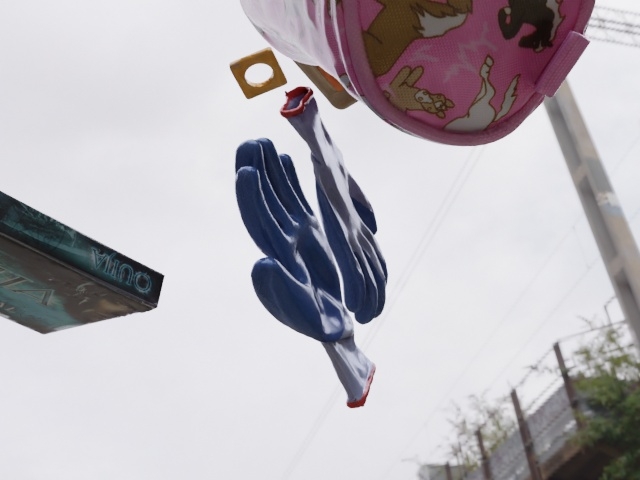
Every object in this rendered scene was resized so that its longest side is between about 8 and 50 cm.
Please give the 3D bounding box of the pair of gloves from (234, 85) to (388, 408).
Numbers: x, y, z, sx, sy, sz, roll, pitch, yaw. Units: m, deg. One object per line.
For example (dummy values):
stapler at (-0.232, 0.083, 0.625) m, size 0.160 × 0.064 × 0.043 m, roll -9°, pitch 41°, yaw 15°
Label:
pair of gloves at (0.000, 0.000, 0.486) m, size 0.023 × 0.198 × 0.159 m, roll -18°, pitch -70°, yaw 20°

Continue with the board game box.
board game box at (-0.202, 0.004, 0.491) m, size 0.126 × 0.026 × 0.186 m, roll -14°, pitch -34°, yaw 39°

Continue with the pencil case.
pencil case at (0.042, -0.182, 0.624) m, size 0.167 × 0.386 × 0.160 m, roll -13°, pitch -68°, yaw -9°

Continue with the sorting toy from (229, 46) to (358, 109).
sorting toy at (0.048, -0.263, 1.090) m, size 0.348 × 0.047 × 0.196 m, roll -29°, pitch -42°, yaw 17°
